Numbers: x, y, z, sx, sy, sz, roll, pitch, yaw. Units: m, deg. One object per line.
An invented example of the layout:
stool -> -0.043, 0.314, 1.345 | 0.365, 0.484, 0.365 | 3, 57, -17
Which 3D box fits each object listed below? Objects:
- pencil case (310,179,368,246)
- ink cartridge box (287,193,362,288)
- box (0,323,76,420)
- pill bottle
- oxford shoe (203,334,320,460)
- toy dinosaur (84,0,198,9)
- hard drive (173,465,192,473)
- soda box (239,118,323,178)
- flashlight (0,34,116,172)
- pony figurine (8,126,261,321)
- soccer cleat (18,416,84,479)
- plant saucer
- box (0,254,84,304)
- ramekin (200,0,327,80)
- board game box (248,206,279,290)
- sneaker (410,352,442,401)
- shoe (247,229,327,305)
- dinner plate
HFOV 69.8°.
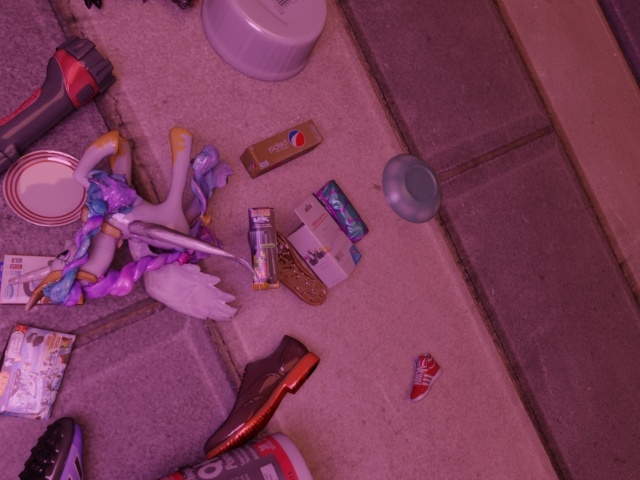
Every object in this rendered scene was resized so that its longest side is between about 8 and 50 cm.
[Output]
pencil case -> 0.047, -0.062, 1.052 | 0.151, 0.064, 0.070 | 54, 44, -5
ink cartridge box -> 0.000, 0.000, 0.993 | 0.181, 0.062, 0.104 | 52, 33, -7
box -> -0.465, 0.211, 0.737 | 0.094, 0.027, 0.136 | 19, 69, -24
pill bottle -> -0.173, 0.428, 0.684 | 0.319, 0.176, 0.176 | -10, 82, -29
oxford shoe -> -0.125, 0.296, 0.873 | 0.098, 0.096, 0.271 | 39, 62, 18
toy dinosaur -> -0.409, -0.589, 0.931 | 0.322, 0.164, 0.218 | 26, 50, 0
hard drive -> -0.190, 0.518, 0.786 | 0.172, 0.054, 0.254 | 10, 73, -25
soda box -> -0.084, -0.205, 1.022 | 0.181, 0.061, 0.058 | -31, 92, -30
flashlight -> -0.502, -0.231, 0.796 | 0.304, 0.103, 0.103 | -51, 123, -23
pony figurine -> -0.274, -0.017, 0.781 | 0.351, 0.302, 0.363 | 16, 57, -13
soccer cleat -> -0.397, 0.434, 0.685 | 0.116, 0.109, 0.318 | 24, 64, -42
plant saucer -> 0.251, -0.142, 1.195 | 0.195, 0.037, 0.194 | 7, 75, -26
box -> -0.472, 0.068, 0.771 | 0.136, 0.028, 0.081 | 4, 75, -28
ramekin -> -0.118, -0.522, 1.044 | 0.277, 0.135, 0.277 | 7, 74, -26
board game box -> -0.106, 0.018, 0.851 | 0.048, 0.170, 0.140 | -5, 87, -8
sneaker -> 0.232, 0.314, 1.065 | 0.118, 0.042, 0.067 | -39, 101, -37
shoe -> -0.075, 0.054, 0.970 | 0.076, 0.058, 0.219 | -42, 94, -8
dinner plate -> -0.478, -0.092, 0.814 | 0.141, 0.017, 0.141 | 7, 73, -25
